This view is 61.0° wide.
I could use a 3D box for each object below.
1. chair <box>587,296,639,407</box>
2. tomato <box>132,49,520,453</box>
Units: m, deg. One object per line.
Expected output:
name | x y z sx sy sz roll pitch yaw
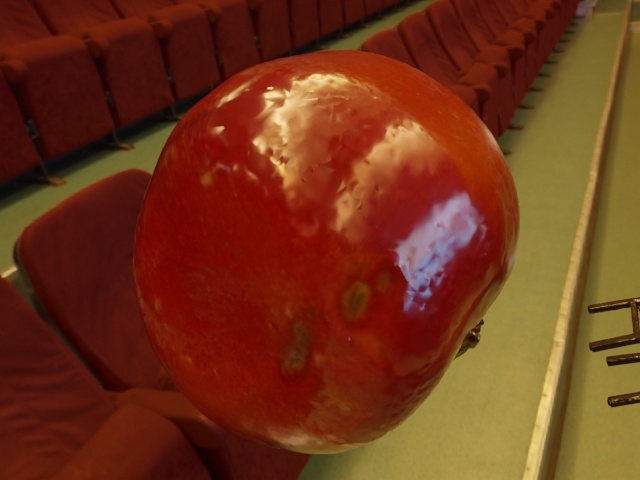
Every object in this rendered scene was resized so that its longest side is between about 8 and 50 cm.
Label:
chair | 0.393 0.100 0.545 0.212 0.084 0.101 -17 12 31
tomato | 0.000 0.000 0.470 0.290 0.325 0.293 43 44 2
